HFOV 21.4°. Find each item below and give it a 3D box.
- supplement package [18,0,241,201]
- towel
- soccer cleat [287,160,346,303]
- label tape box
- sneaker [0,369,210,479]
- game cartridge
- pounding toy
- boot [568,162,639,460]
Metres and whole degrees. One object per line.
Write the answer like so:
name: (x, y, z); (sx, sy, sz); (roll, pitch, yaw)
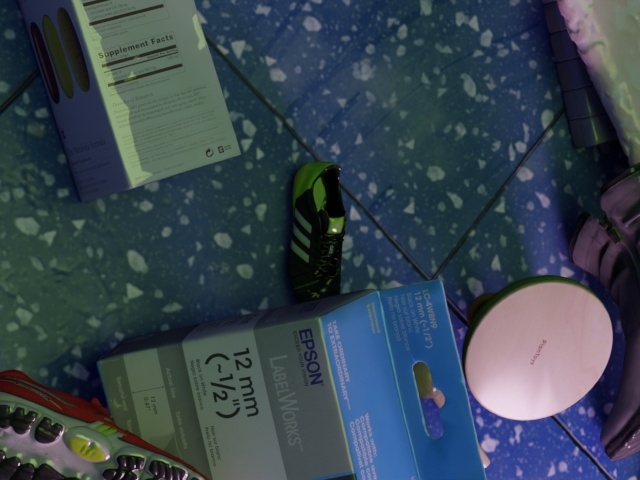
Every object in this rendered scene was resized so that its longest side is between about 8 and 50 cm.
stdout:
supplement package: (-0.201, -0.179, 1.738); (0.134, 0.139, 0.244); (-20, 94, -30)
towel: (0.465, -0.221, 2.101); (0.317, 0.053, 0.331); (-34, 103, -28)
soccer cleat: (0.000, 0.000, 1.874); (0.060, 0.072, 0.178); (-1, 87, -29)
label tape box: (-0.025, 0.196, 1.711); (0.348, 0.115, 0.249); (-12, 96, 12)
sneaker: (-0.206, 0.203, 1.634); (0.279, 0.118, 0.107); (33, 109, -18)
game cartridge: (0.448, -0.263, 2.157); (0.355, 0.068, 0.230); (-15, 98, -29)
pounding toy: (0.217, 0.123, 1.987); (0.237, 0.110, 0.183); (-39, 119, 4)
boot: (0.381, 0.085, 2.040); (0.118, 0.338, 0.223); (-12, 47, -45)
